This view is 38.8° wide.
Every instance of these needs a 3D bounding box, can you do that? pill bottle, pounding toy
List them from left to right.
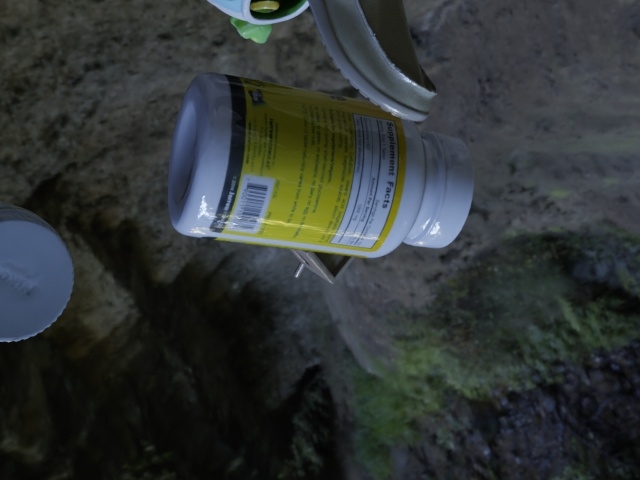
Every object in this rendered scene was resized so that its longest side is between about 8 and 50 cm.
[{"bbox_3d":[0.000,0.000,1.507,0.100,0.130,0.141,31,168,37],"label":"pounding toy"},{"bbox_3d":[0.002,-0.079,1.070,0.188,0.334,0.188,-172,90,-69],"label":"pill bottle"}]

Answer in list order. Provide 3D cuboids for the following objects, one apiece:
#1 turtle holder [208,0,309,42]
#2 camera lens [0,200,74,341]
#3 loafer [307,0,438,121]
[{"bbox_3d":[-0.114,-0.439,1.372,0.320,0.243,0.227,-37,69,45],"label":"turtle holder"},{"bbox_3d":[-0.555,0.041,1.505,0.274,0.219,0.219,13,123,51],"label":"camera lens"},{"bbox_3d":[0.042,-0.240,0.901,0.268,0.092,0.102,58,-153,8],"label":"loafer"}]
